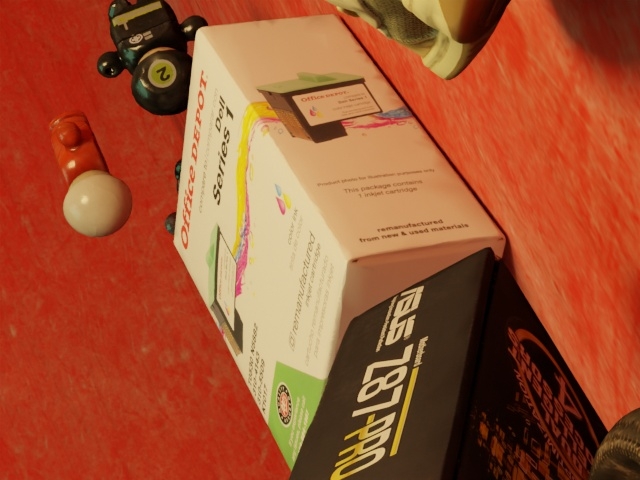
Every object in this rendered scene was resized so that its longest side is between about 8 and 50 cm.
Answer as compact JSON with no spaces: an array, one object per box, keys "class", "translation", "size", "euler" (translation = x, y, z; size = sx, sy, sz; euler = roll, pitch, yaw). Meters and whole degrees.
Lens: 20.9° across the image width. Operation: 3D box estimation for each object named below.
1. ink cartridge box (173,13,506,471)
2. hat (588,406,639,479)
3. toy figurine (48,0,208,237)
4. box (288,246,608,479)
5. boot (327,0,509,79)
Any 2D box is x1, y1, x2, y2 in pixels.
[{"class":"ink cartridge box","translation":[0.000,0.000,1.196],"size":[0.278,0.117,0.201],"euler":[-122,33,-45]},{"class":"hat","translation":[0.174,0.139,0.609],"size":[0.331,0.134,0.331],"euler":[63,171,18]},{"class":"toy figurine","translation":[-0.117,-0.092,1.525],"size":[0.210,0.213,0.148],"euler":[18,-152,-31]},{"class":"box","translation":[0.122,0.232,0.744],"size":[0.395,0.097,0.318],"euler":[59,-160,-11]},{"class":"boot","translation":[-0.011,-0.149,0.665],"size":[0.203,0.095,0.262],"euler":[30,-172,3]}]
